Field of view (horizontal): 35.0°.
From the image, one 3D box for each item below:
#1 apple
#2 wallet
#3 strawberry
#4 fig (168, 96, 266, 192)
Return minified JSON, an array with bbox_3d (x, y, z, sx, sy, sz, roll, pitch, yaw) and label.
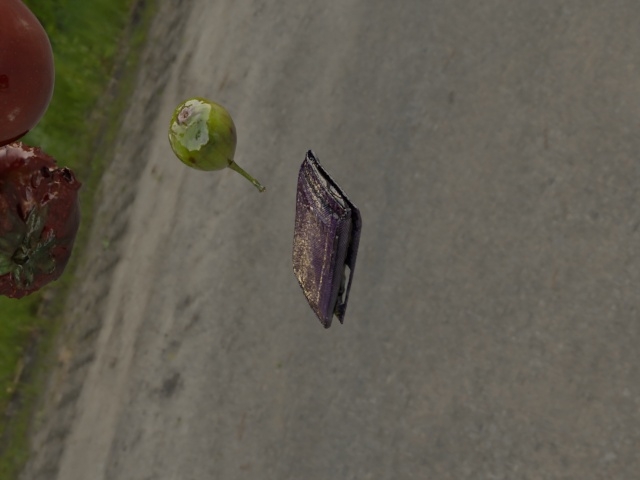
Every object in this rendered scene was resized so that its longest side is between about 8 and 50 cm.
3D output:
[{"bbox_3d":[-0.526,-0.262,1.509,0.260,0.260,0.216,-50,-12,28],"label":"apple"},{"bbox_3d":[-0.001,0.000,1.081,0.111,0.030,0.166,52,146,41],"label":"wallet"},{"bbox_3d":[-0.543,-0.051,1.742,0.220,0.274,0.274,40,105,38],"label":"strawberry"},{"bbox_3d":[-0.140,-0.106,1.325,0.093,0.166,0.093,-14,35,10],"label":"fig"}]
